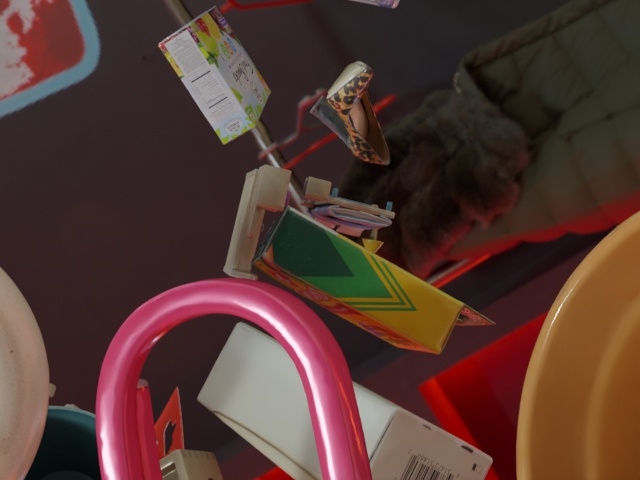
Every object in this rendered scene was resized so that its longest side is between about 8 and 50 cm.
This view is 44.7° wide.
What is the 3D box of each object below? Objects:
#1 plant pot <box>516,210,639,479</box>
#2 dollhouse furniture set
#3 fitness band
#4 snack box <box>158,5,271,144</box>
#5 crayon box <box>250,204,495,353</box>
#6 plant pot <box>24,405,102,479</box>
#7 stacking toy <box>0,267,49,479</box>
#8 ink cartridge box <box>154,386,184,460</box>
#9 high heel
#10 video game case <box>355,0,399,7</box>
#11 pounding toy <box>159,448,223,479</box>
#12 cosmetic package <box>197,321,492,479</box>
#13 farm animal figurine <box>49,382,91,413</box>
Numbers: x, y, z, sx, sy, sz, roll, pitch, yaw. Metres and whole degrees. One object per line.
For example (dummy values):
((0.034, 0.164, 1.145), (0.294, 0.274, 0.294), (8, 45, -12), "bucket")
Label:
((0.283, 0.125, 0.429), (0.203, 0.291, 0.291), (13, -148, -24), "plant pot")
((0.000, 0.000, 1.438), (0.303, 0.198, 0.286), (13, 179, -12), "dollhouse furniture set")
((-0.066, 0.174, 0.601), (0.054, 0.208, 0.291), (2, -104, -73), "fitness band")
((-0.091, -0.154, 0.709), (0.100, 0.037, 0.141), (58, -166, -19), "snack box")
((0.063, 0.073, 1.097), (0.318, 0.081, 0.202), (29, 170, -5), "crayon box")
((-0.382, 0.397, 1.116), (0.290, 0.290, 0.195), (60, 162, 13), "plant pot")
((-0.512, 0.139, 0.849), (0.351, 0.350, 0.480), (54, 158, -19), "stacking toy")
((-0.388, 0.452, 1.392), (0.091, 0.385, 0.308), (34, -178, -16), "ink cartridge box")
((0.095, -0.229, 1.436), (0.186, 0.093, 0.261), (38, 162, -8), "high heel")
((0.018, -0.483, 1.128), (0.329, 0.299, 0.036), (118, 157, -61), "video game case")
((-0.158, 0.329, 0.870), (0.100, 0.130, 0.141), (32, -152, -59), "pounding toy")
((0.012, 0.203, 0.847), (0.160, 0.113, 0.309), (34, 169, -32), "cosmetic package")
((-0.702, 0.417, 1.673), (0.330, 0.172, 0.327), (45, -144, -17), "farm animal figurine")
